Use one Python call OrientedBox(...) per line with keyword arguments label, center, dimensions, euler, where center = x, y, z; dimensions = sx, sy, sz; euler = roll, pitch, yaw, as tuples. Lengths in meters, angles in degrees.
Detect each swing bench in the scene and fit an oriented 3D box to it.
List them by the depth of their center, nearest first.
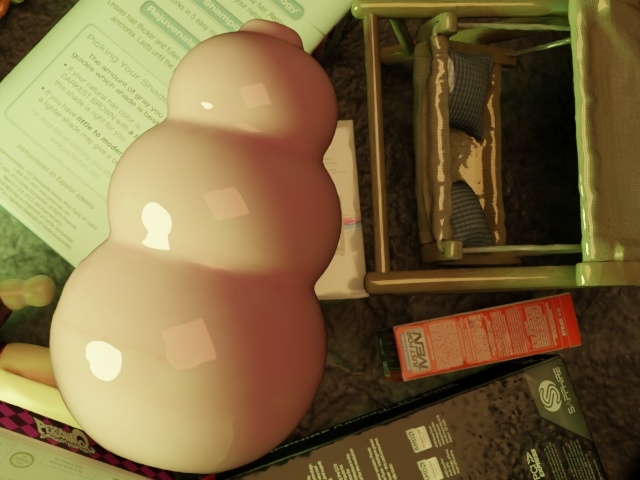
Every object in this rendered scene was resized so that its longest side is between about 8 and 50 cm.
OrientedBox(label="swing bench", center=(0.170, -0.081, 0.745), dimensions=(0.255, 0.165, 0.253), euler=(-4, 85, 13))

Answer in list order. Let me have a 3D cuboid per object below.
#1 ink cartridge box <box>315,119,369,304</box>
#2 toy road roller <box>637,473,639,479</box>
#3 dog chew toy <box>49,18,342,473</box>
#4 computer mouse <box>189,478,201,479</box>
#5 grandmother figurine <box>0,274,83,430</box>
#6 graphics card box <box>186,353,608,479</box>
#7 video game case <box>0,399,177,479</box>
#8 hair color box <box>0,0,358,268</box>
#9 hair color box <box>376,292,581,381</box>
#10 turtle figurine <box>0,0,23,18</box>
OrientedBox(label="ink cartridge box", center=(0.000, 0.000, 0.783), dimensions=(0.067, 0.115, 0.198), euler=(-3, 83, -6))
OrientedBox(label="toy road roller", center=(0.423, 0.344, 0.744), dimensions=(0.241, 0.202, 0.329), euler=(16, 82, -18))
OrientedBox(label="dog chew toy", center=(-0.077, -0.002, 0.645), dimensions=(0.207, 0.206, 0.331), euler=(14, 90, -4))
OrientedBox(label="computer mouse", center=(-0.036, 0.273, 0.685), dimensions=(0.193, 0.042, 0.106), euler=(20, 79, -2))
OrientedBox(label="grandmother figurine", center=(-0.286, 0.126, 0.743), dimensions=(0.343, 0.104, 0.207), euler=(17, 80, -5))
OrientedBox(label="graphics card box", center=(0.078, 0.268, 0.766), dimensions=(0.371, 0.094, 0.232), euler=(-19, 84, -7))
OrientedBox(label="video game case", center=(-0.257, 0.219, 0.634), dimensions=(0.210, 0.042, 0.232), euler=(-49, 131, 7))
OrientedBox(label="hair color box", center=(-0.140, -0.150, 0.790), dimensions=(0.185, 0.113, 0.374), euler=(40, 81, 0))
OrientedBox(label="hair color box", center=(0.144, 0.091, 0.798), dimensions=(0.167, 0.093, 0.053), euler=(-9, 83, -7))
OrientedBox(label="turtle figurine", center=(-0.299, -0.347, 0.770), dimensions=(0.217, 0.087, 0.269), euler=(-36, 120, -23))
